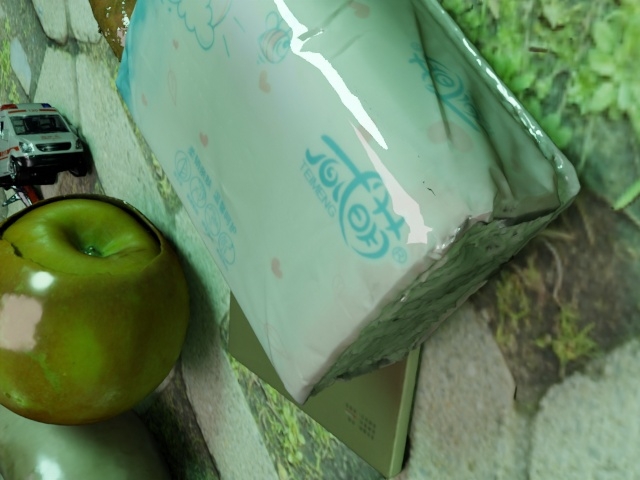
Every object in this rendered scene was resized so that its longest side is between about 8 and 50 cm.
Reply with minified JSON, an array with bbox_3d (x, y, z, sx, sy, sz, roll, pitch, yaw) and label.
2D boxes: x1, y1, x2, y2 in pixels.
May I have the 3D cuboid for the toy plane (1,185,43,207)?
[{"bbox_3d":[-0.451,-0.095,1.048,0.189,0.061,0.130,64,163,11],"label":"toy plane"}]

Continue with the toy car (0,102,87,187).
[{"bbox_3d":[-0.369,-0.125,0.918,0.209,0.089,0.108,1,97,54],"label":"toy car"}]

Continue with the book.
[{"bbox_3d":[0.000,0.000,0.557,0.217,0.021,0.311,28,122,42],"label":"book"}]

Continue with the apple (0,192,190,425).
[{"bbox_3d":[-0.238,0.061,0.722,0.237,0.236,0.208,51,122,27],"label":"apple"}]

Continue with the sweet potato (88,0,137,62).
[{"bbox_3d":[-0.197,-0.249,0.686,0.072,0.066,0.314,-29,73,9],"label":"sweet potato"}]

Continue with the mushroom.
[{"bbox_3d":[-0.332,0.340,0.850,0.362,0.294,0.363,20,115,49],"label":"mushroom"}]

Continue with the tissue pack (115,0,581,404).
[{"bbox_3d":[-0.008,-0.068,0.435,0.271,0.124,0.201,57,141,20],"label":"tissue pack"}]
